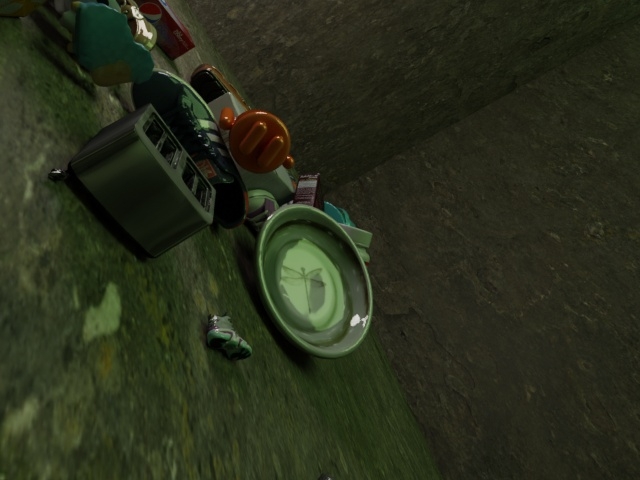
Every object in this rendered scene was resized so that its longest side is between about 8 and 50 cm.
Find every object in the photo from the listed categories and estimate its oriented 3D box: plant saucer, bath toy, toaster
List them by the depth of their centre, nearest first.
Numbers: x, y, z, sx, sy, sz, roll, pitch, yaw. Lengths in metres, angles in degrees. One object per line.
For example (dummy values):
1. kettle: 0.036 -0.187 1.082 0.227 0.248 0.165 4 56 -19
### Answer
1. toaster: -0.241 -0.083 0.597 0.168 0.110 0.185 57 8 -30
2. bath toy: -0.394 -0.416 0.736 0.129 0.151 0.348 -7 58 -41
3. plant saucer: -0.028 0.106 1.094 0.401 0.101 0.400 26 51 -36

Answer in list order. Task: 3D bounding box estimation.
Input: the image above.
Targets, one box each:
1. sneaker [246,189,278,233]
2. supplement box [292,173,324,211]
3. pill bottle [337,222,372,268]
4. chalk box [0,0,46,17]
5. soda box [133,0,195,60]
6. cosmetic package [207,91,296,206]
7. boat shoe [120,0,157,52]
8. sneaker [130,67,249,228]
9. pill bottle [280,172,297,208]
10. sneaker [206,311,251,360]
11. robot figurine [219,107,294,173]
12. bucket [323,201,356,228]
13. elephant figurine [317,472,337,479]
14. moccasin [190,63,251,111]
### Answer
1. sneaker: -0.143 -0.032 1.227 0.160 0.102 0.282 67 8 24
2. supplement box: -0.040 -0.087 1.332 0.239 0.073 0.130 -81 165 -46
3. pill bottle: 0.056 0.096 1.309 0.162 0.282 0.161 17 0 0
4. chalk box: -0.414 -0.402 0.507 0.213 0.133 0.132 57 7 -27
5. soda box: -0.484 -0.661 1.261 0.083 0.092 0.263 63 6 20
6. cosmetic package: -0.210 -0.221 1.230 0.217 0.156 0.385 64 7 10
7. boat shoe: -0.421 -0.455 0.887 0.285 0.105 0.089 53 5 35
8. sneaker: -0.243 -0.169 0.854 0.350 0.131 0.148 58 3 -32
9. pill bottle: -0.147 -0.188 1.730 0.245 0.131 0.130 65 7 34
10. sneaker: -0.145 0.146 0.683 0.098 0.038 0.069 55 9 -47
11. robot figurine: -0.135 -0.218 0.921 0.219 0.158 0.128 -121 -149 -68
12. bucket: 0.000 0.000 1.519 0.281 0.281 0.183 64 10 24
13. elephant figurine: 0.041 0.431 0.561 0.170 0.186 0.239 -13 54 -39
14. moccasin: -0.328 -0.473 1.585 0.380 0.139 0.146 47 21 -29
